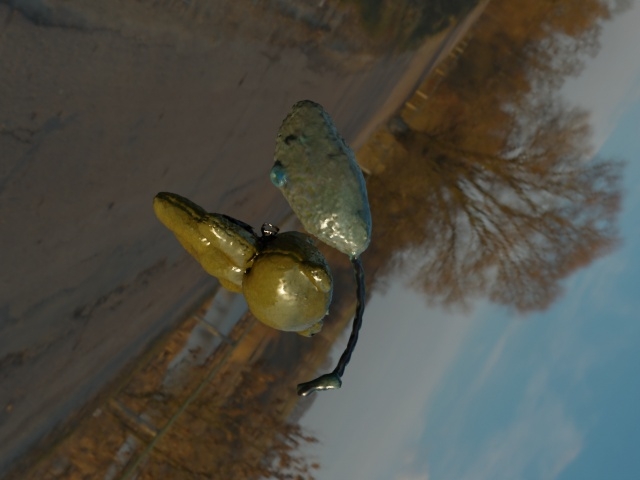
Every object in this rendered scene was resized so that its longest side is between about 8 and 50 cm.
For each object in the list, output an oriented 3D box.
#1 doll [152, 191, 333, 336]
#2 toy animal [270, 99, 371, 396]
[{"bbox_3d":[-0.071,0.008,0.799,0.097,0.209,0.137,-48,161,-24],"label":"doll"},{"bbox_3d":[0.009,0.002,0.702,0.079,0.253,0.070,-11,175,27],"label":"toy animal"}]
